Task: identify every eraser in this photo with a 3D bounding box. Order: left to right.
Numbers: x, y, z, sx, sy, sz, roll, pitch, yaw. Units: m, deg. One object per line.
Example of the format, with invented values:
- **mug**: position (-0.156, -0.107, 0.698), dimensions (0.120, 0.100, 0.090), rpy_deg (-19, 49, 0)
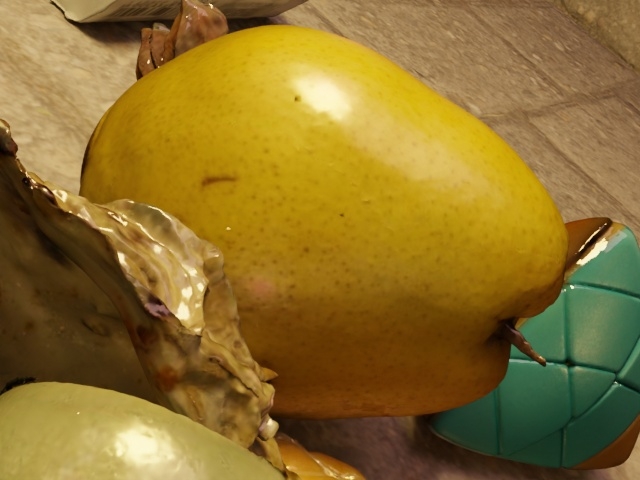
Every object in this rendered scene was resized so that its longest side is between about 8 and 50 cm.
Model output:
- **eraser**: position (-0.193, -0.347, 1.178), dimensions (0.213, 0.082, 0.396), rpy_deg (46, 31, 15)

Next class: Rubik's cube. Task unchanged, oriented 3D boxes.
- **Rubik's cube**: position (0.197, 0.137, 0.847), dimensions (0.254, 0.254, 0.254), rpy_deg (26, 31, -17)

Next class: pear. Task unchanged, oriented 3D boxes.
- **pear**: position (-0.007, -0.008, 0.665), dimensions (0.336, 0.285, 0.285), rpy_deg (5, 9, 37)

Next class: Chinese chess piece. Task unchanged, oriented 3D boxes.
- **Chinese chess piece**: position (-0.099, 0.149, 0.464), dimensions (0.188, 0.188, 0.083), rpy_deg (30, 52, -11)

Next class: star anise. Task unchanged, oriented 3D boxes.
- **star anise**: position (-0.089, -0.113, 0.862), dimensions (0.093, 0.229, 0.236), rpy_deg (-48, 122, -31)

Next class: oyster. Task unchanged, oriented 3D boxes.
- **oyster**: position (-0.139, 0.023, 0.519), dimensions (0.361, 0.221, 0.096), rpy_deg (30, 46, 8)

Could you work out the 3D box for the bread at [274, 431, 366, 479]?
- **bread**: position (0.001, 0.221, 0.584), dimensions (0.125, 0.068, 0.188), rpy_deg (29, 30, -13)
